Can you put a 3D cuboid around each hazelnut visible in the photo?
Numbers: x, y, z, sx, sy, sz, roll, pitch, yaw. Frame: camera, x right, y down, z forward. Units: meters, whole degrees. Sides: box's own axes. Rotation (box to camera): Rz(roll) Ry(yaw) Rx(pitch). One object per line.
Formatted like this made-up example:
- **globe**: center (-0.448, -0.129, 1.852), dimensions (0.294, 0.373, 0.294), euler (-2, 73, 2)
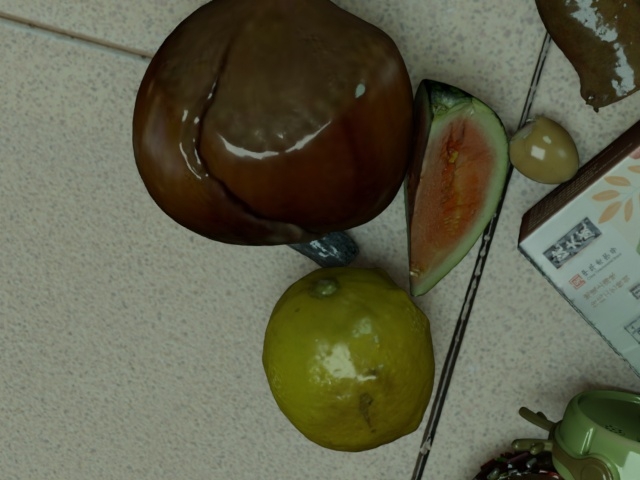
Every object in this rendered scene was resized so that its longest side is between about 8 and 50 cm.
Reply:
- **hazelnut**: center (-0.054, -0.145, 1.542), dimensions (0.372, 0.315, 0.372), euler (5, 137, 5)

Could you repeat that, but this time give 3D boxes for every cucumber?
- **cucumber**: center (-0.002, -0.001, 1.715), dimensions (0.112, 0.064, 0.064), euler (33, 114, -4)

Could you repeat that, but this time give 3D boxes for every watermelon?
- **watermelon**: center (0.176, -0.084, 1.593), dimensions (0.128, 0.159, 0.303), euler (3, 131, -1)

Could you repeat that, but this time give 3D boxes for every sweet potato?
- **sweet potato**: center (0.308, -0.325, 1.487), dimensions (0.131, 0.131, 0.337), euler (-24, 104, 20)

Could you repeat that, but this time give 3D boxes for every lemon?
- **lemon**: center (0.040, 0.162, 1.673), dimensions (0.233, 0.233, 0.288), euler (-12, 124, 16)

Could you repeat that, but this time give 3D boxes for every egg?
- **egg**: center (0.287, -0.112, 1.595), dimensions (0.080, 0.080, 0.096), euler (-39, 100, 22)

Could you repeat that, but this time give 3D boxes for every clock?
- **clock**: center (0.410, 0.276, 1.638), dimensions (0.308, 0.235, 0.096), euler (14, 106, 10)

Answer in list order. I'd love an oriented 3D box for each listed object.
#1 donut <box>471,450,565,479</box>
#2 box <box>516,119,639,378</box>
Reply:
- **donut**: center (0.315, 0.417, 1.782), dimensions (0.269, 0.103, 0.270), euler (4, 109, 12)
- **box**: center (0.506, -0.008, 1.564), dimensions (0.344, 0.122, 0.385), euler (46, 113, -8)
